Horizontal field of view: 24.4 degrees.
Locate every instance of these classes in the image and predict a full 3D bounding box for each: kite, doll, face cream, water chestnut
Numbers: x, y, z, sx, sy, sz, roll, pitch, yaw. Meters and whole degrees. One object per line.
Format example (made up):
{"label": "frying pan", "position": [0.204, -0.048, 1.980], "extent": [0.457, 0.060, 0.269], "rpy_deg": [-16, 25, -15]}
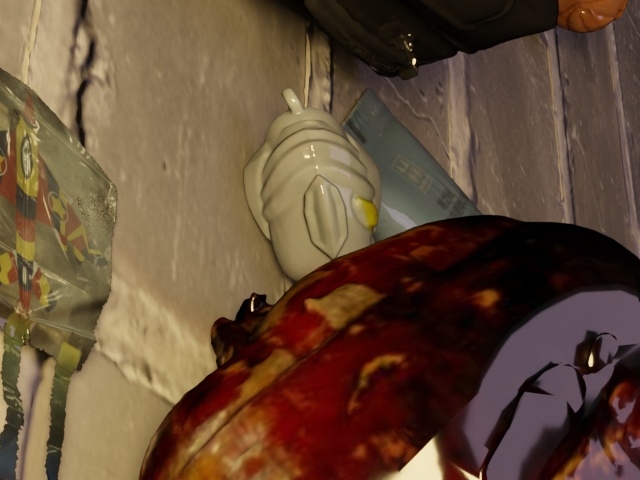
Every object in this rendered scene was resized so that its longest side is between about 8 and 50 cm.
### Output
{"label": "kite", "position": [-0.129, 0.031, 0.623], "extent": [0.141, 0.015, 0.245], "rpy_deg": [40, 40, -47]}
{"label": "doll", "position": [0.000, 0.000, 0.856], "extent": [0.094, 0.079, 0.180], "rpy_deg": [122, -39, -85]}
{"label": "face cream", "position": [0.132, 0.066, 1.043], "extent": [0.385, 0.086, 0.135], "rpy_deg": [52, 29, -10]}
{"label": "water chestnut", "position": [0.051, 0.122, 0.695], "extent": [0.289, 0.244, 0.289], "rpy_deg": [8, 77, -34]}

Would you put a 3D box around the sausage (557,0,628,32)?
{"label": "sausage", "position": [0.271, -0.333, 1.570], "extent": [0.121, 0.121, 0.304], "rpy_deg": [57, 28, -32]}

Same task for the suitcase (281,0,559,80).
{"label": "suitcase", "position": [0.019, -0.284, 0.926], "extent": [0.345, 0.188, 0.339], "rpy_deg": [24, 56, -59]}
